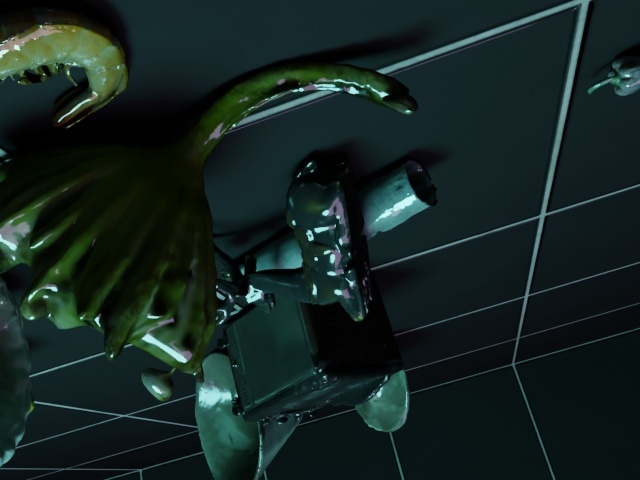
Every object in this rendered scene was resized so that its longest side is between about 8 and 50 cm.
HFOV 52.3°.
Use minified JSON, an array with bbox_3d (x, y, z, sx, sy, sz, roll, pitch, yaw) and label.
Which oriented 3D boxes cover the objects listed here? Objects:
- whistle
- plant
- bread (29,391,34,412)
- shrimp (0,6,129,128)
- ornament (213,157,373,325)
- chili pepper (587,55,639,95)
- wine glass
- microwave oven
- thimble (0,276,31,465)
[{"bbox_3d":[0.000,0.000,0.800,0.312,0.062,0.062,-30,153,32],"label":"whistle"},{"bbox_3d":[-0.118,-0.052,0.572,0.333,0.251,0.180,-50,-179,-8],"label":"plant"},{"bbox_3d":[-0.480,0.208,0.922,0.129,0.114,0.111,-19,156,13],"label":"bread"},{"bbox_3d":[-0.220,-0.108,0.454,0.178,0.034,0.124,-20,164,1],"label":"shrimp"},{"bbox_3d":[-0.071,0.008,0.728,0.236,0.080,0.202,-2,123,15],"label":"ornament"},{"bbox_3d":[0.339,-0.171,0.634,0.153,0.041,0.050,-16,-160,4],"label":"chili pepper"},{"bbox_3d":[-0.028,0.335,1.344,0.406,0.267,0.267,-2,155,-38],"label":"wine glass"},{"bbox_3d":[-0.020,0.177,1.039,0.178,0.188,0.247,5,151,-38],"label":"microwave oven"},{"bbox_3d":[-0.396,0.128,0.663,0.150,0.237,0.237,-9,157,-5],"label":"thimble"}]
